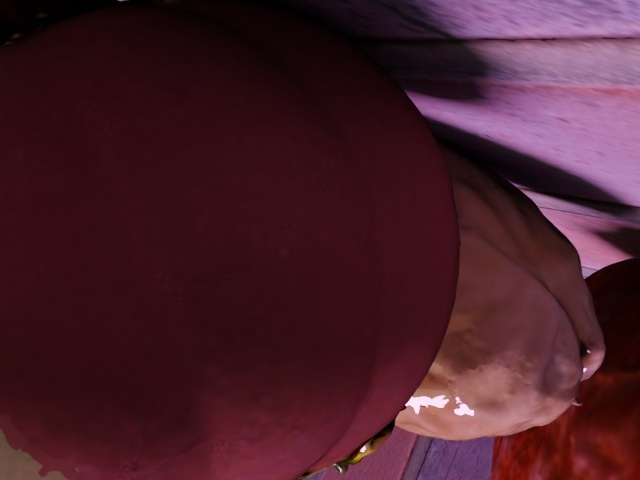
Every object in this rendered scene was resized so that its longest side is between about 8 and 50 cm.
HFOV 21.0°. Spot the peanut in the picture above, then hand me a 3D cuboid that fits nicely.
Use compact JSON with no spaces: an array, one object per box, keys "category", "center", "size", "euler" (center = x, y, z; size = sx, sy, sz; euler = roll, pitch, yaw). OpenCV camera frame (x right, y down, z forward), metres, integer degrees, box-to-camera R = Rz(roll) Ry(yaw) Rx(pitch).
[{"category":"peanut","center":[0.000,0.000,0.894],"size":[0.313,0.149,0.149],"euler":[24,179,36]}]

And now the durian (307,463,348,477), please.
[{"category":"durian","center":[-0.044,0.030,1.135],"size":[0.340,0.204,0.256],"euler":[17,-173,31]}]

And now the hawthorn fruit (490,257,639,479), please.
[{"category":"hawthorn fruit","center":[0.189,0.152,0.940],"size":[0.242,0.271,0.242],"euler":[30,-177,-2]}]

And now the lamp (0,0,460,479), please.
[{"category":"lamp","center":[-0.097,0.007,0.683],"size":[0.305,0.305,0.239],"euler":[90,157,-84]}]
